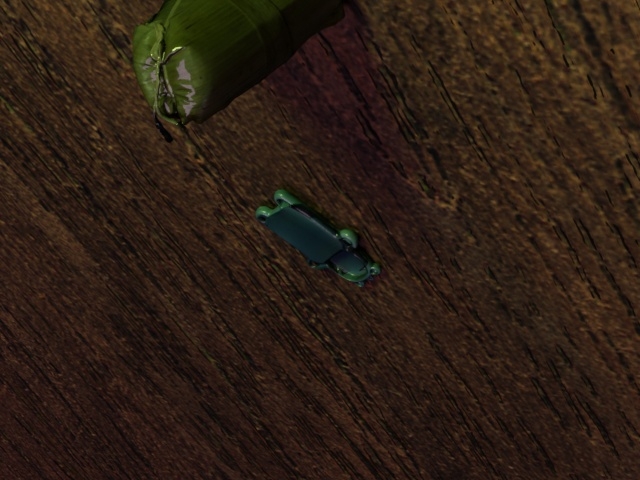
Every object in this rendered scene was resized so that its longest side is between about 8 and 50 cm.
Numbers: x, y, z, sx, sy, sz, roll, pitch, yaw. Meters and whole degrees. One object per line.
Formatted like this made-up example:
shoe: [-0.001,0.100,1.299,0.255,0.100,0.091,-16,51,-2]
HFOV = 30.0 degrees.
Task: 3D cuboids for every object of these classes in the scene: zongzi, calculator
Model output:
zongzi: [-0.115,-0.160,0.948,0.204,0.205,0.094,4,128,41]
calculator: [0.000,0.000,1.236,0.141,0.019,0.094,37,148,-11]
